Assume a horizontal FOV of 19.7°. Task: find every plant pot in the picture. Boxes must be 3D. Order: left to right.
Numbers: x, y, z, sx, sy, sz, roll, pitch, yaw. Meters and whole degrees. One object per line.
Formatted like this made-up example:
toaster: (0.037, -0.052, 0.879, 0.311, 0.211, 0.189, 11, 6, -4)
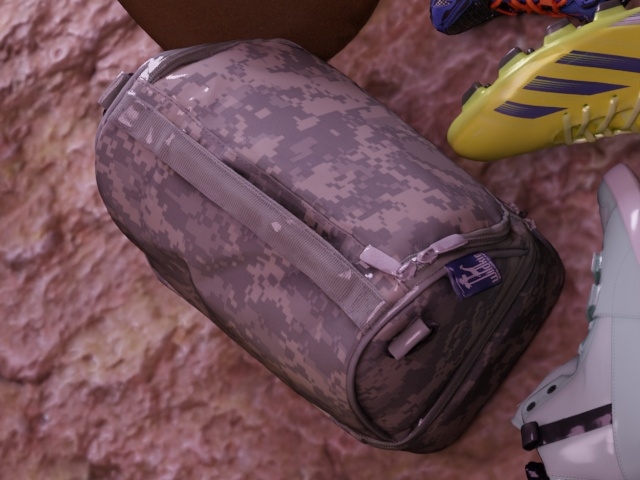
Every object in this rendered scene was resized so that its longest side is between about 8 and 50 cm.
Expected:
plant pot: (-0.097, -0.266, 1.427, 0.237, 0.254, 0.237, -5, 76, 23)

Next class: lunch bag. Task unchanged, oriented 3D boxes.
lunch bag: (0.000, 0.000, 1.326, 0.305, 0.256, 0.212, 39, 97, 25)

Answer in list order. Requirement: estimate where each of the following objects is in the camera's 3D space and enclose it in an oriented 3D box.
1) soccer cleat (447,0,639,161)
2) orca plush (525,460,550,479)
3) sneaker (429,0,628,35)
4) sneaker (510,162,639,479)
soccer cleat: (0.231, -0.112, 1.307, 0.289, 0.093, 0.121, -25, 82, 2)
orca plush: (0.275, 0.150, 1.255, 0.287, 0.102, 0.151, -6, 77, 24)
sneaker: (0.183, -0.197, 1.383, 0.221, 0.083, 0.087, -20, 80, 24)
sneaker: (0.189, 0.063, 1.285, 0.151, 0.094, 0.256, -26, 44, 21)
